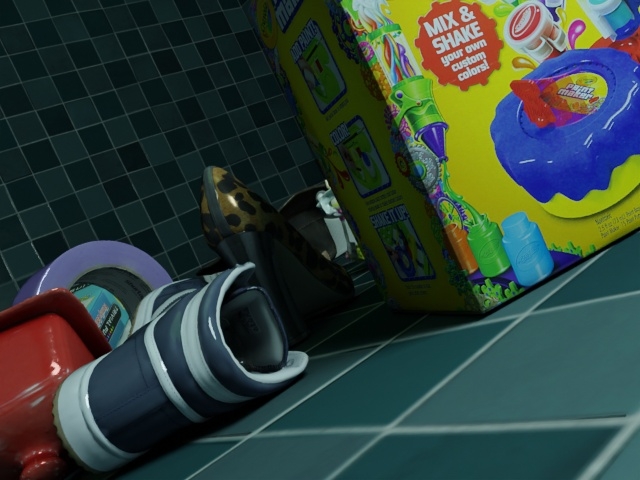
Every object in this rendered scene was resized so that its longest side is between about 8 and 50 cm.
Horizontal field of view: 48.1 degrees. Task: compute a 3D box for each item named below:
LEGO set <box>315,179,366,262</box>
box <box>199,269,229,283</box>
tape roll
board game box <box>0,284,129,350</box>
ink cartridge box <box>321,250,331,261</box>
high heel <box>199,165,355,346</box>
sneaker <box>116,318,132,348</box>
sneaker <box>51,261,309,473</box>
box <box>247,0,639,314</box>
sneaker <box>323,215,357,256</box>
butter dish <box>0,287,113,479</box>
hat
[{"bbox_3d":[0.112,-0.032,1.093,0.287,0.107,0.132,-2,-18,-40],"label":"LEGO set"},{"bbox_3d":[-0.204,0.094,1.597,0.101,0.102,0.087,-27,4,-17],"label":"box"},{"bbox_3d":[-0.260,0.101,0.849,0.080,0.189,0.189,-24,2,44],"label":"tape roll"},{"bbox_3d":[-0.448,0.180,1.136,0.253,0.079,0.336,-22,21,7],"label":"board game box"},{"bbox_3d":[-0.067,0.077,1.171,0.145,0.045,0.179,-26,-1,19],"label":"ink cartridge box"},{"bbox_3d":[-0.043,-0.001,0.775,0.093,0.186,0.261,-25,2,13],"label":"high heel"},{"bbox_3d":[-0.322,0.186,1.185,0.094,0.080,0.212,-39,8,-23],"label":"sneaker"},{"bbox_3d":[-0.084,0.073,0.583,0.153,0.099,0.282,-30,8,13],"label":"sneaker"},{"bbox_3d":[0.142,-0.132,0.546,0.290,0.279,0.177,-27,2,-15],"label":"box"},{"bbox_3d":[0.000,0.000,1.616,0.295,0.105,0.147,-20,-3,-30],"label":"sneaker"},{"bbox_3d":[-0.230,0.143,0.563,0.160,0.118,0.160,-28,-38,-14],"label":"butter dish"},{"bbox_3d":[-0.062,0.022,1.344,0.331,0.134,0.331,-33,-4,-3],"label":"hat"}]
